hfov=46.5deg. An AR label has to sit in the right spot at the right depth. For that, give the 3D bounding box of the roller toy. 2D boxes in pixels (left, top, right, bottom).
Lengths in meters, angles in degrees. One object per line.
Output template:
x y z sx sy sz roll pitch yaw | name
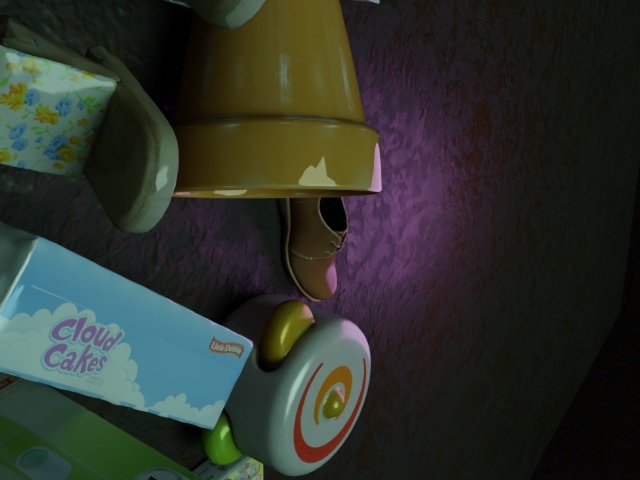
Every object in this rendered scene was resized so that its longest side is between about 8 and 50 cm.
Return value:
-0.034 0.167 0.878 0.191 0.146 0.209 9 98 -58 | roller toy

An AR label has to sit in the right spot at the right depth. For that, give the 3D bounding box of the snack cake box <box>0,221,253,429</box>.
-0.191 0.063 0.588 0.264 0.152 0.089 40 73 -55 | snack cake box

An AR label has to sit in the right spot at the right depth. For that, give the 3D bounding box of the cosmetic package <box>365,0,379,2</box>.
0.029 -0.370 0.752 0.060 0.099 0.239 -8 113 -54 | cosmetic package

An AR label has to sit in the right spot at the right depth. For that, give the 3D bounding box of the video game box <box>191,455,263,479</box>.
-0.144 0.370 0.909 0.187 0.048 0.205 -26 126 -46 | video game box

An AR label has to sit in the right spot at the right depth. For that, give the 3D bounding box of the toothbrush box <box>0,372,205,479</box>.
-0.227 0.206 0.482 0.206 0.283 0.122 -36 132 -42 | toothbrush box

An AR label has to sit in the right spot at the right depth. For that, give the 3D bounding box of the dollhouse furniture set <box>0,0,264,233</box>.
-0.154 -0.175 0.246 0.362 0.256 0.394 12 116 -41 | dollhouse furniture set

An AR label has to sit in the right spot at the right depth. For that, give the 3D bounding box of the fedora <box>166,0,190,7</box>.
-0.057 -0.335 0.510 0.334 0.152 0.334 -4 97 -36 | fedora

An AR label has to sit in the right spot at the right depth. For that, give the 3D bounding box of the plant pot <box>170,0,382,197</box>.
-0.047 -0.136 0.684 0.205 0.205 0.188 -3 93 -56 | plant pot

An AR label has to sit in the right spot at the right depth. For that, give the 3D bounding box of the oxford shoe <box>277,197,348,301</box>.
0.000 0.000 0.915 0.076 0.076 0.212 -47 142 -36 | oxford shoe
